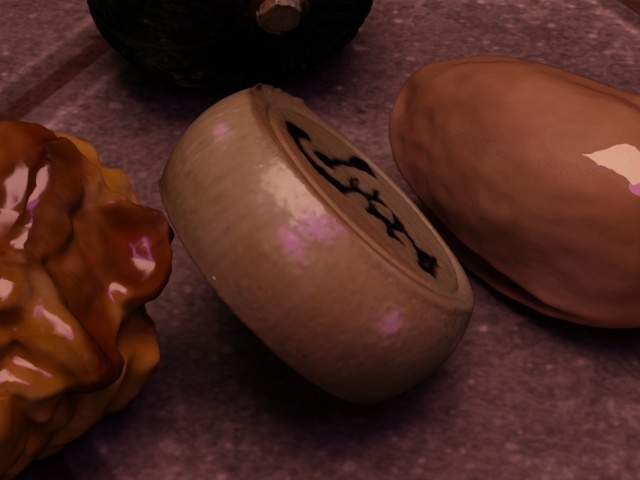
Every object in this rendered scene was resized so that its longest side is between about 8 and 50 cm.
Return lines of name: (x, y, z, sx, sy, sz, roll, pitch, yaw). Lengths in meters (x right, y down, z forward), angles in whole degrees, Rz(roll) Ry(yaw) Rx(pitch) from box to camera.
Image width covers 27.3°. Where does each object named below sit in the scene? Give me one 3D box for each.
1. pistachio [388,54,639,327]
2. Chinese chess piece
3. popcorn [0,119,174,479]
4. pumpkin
pistachio: (0.192, -0.037, 1.054, 0.299, 0.187, 0.187, 25, 46, 33)
Chinese chess piece: (0.000, 0.000, 0.952, 0.101, 0.250, 0.250, -44, 43, 15)
popcorn: (-0.254, 0.064, 0.896, 0.332, 0.225, 0.265, -18, 29, 9)
pumpkin: (-0.087, -0.253, 1.272, 0.293, 0.197, 0.263, -5, 54, -18)
